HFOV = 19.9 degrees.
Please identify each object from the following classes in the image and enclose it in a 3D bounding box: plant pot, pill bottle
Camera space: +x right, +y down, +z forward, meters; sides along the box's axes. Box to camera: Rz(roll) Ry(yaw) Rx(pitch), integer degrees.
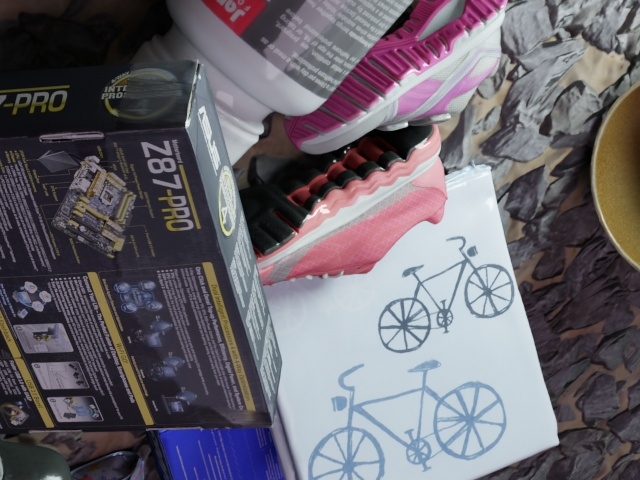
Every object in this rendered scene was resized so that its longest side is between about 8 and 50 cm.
[{"bbox_3d":[0.474,-0.082,2.047,0.254,0.237,0.237,-11,133,-45],"label":"plant pot"},{"bbox_3d":[-0.023,-0.221,1.590,0.318,0.176,0.176,-48,137,11],"label":"pill bottle"}]

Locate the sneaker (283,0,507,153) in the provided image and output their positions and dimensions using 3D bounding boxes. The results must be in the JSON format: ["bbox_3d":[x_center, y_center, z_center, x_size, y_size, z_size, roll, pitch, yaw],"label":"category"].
[{"bbox_3d":[0.083,-0.149,1.784,0.252,0.103,0.111,-31,136,-7],"label":"sneaker"}]

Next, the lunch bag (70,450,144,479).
[{"bbox_3d":[-0.227,0.272,1.982,0.083,0.053,0.071,-22,138,-30],"label":"lunch bag"}]

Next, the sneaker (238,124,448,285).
[{"bbox_3d":[0.001,0.000,1.831,0.314,0.116,0.136,-30,126,-10],"label":"sneaker"}]

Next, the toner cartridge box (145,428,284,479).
[{"bbox_3d":[-0.092,0.265,2.052,0.165,0.075,0.348,-24,136,-14],"label":"toner cartridge box"}]

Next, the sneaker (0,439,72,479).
[{"bbox_3d":[-0.384,0.218,1.770,0.330,0.122,0.146,-1,126,-33],"label":"sneaker"}]

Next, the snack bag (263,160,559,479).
[{"bbox_3d":[0.079,0.119,1.952,0.323,0.037,0.342,-19,102,-21],"label":"snack bag"}]

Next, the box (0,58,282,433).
[{"bbox_3d":[-0.223,0.021,1.616,0.318,0.097,0.395,-2,137,12],"label":"box"}]
